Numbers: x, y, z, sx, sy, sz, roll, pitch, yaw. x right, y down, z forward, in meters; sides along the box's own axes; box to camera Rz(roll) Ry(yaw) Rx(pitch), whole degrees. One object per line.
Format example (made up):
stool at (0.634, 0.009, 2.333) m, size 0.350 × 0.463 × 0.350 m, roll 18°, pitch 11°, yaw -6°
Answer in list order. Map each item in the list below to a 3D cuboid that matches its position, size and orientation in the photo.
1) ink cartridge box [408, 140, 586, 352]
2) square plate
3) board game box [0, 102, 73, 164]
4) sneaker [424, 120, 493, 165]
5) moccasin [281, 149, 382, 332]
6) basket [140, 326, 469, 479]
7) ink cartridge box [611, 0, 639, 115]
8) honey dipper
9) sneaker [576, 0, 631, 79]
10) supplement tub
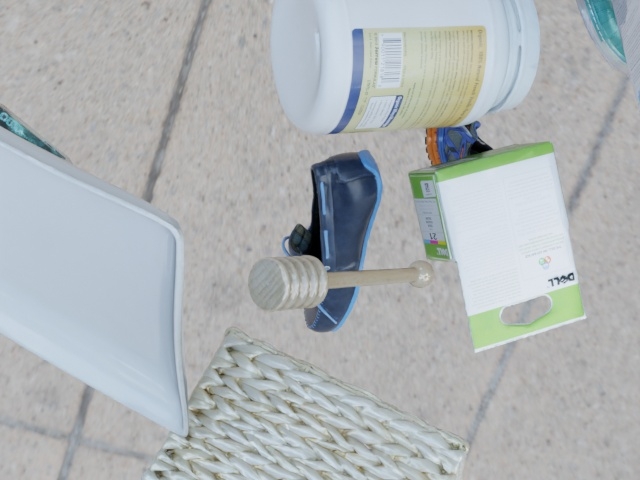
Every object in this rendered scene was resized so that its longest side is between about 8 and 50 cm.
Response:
ink cartridge box at (0.247, 0.006, 1.553) m, size 0.188 × 0.097 × 0.255 m, roll -15°, pitch 97°, yaw -18°
square plate at (-0.265, 0.017, 1.092) m, size 0.344 × 0.049 × 0.347 m, roll 27°, pitch 143°, yaw 16°
board game box at (-0.392, -0.136, 1.504) m, size 0.126 × 0.186 × 0.026 m, roll 41°, pitch 86°, yaw -17°
sneaker at (0.234, -0.097, 1.683) m, size 0.087 × 0.083 × 0.221 m, roll -9°, pitch 134°, yaw 30°
moccasin at (0.000, 0.000, 1.714) m, size 0.116 × 0.138 × 0.342 m, roll -4°, pitch 127°, yaw -20°
basket at (-0.014, 0.313, 1.299) m, size 0.331 × 0.328 × 0.267 m, roll 25°, pitch 74°, yaw 13°
ink cartridge box at (0.424, -0.278, 1.399) m, size 0.065 × 0.186 × 0.311 m, roll -14°, pitch 80°, yaw 2°
honey dipper at (0.021, 0.021, 0.659) m, size 0.030 × 0.160 × 0.031 m, roll 2°, pitch 93°, yaw 38°
sneaker at (0.492, -0.299, 1.636) m, size 0.121 × 0.108 × 0.302 m, roll -34°, pitch 139°, yaw 30°
supplement tub at (0.112, -0.263, 1.499) m, size 0.316 × 0.228 × 0.228 m, roll -5°, pitch 112°, yaw -22°
